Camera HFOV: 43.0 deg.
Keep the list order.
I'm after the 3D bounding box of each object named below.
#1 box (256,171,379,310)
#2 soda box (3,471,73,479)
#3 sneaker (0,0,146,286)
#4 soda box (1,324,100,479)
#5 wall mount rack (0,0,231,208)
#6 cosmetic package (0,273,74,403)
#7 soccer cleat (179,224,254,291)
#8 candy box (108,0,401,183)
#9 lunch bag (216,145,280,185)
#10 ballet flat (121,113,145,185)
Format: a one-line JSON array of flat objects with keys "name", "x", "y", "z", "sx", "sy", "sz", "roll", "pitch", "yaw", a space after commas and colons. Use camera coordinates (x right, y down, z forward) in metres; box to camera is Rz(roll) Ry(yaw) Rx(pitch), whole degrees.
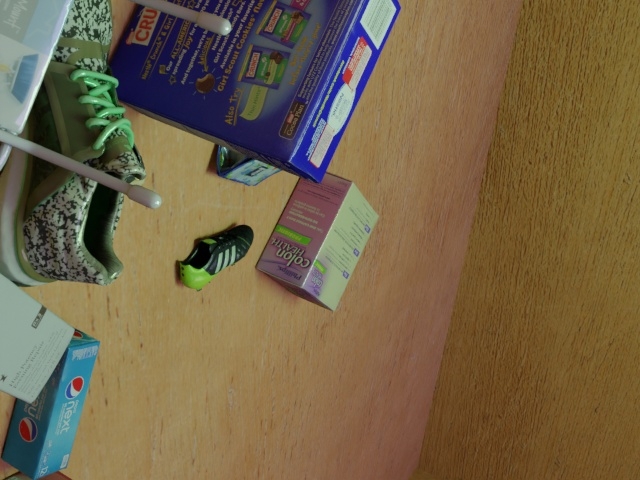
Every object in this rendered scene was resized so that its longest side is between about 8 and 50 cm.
[{"name": "box", "x": 0.000, "y": 0.000, "z": 1.735, "sx": 0.243, "sy": 0.117, "sz": 0.213, "roll": -65, "pitch": 156, "yaw": -8}, {"name": "soda box", "x": -0.355, "y": 0.429, "z": 1.188, "sx": 0.092, "sy": 0.263, "sz": 0.083, "roll": -20, "pitch": 126, "yaw": -59}, {"name": "sneaker", "x": -0.272, "y": -0.128, "z": 0.974, "sx": 0.158, "sy": 0.182, "sz": 0.410, "roll": -14, "pitch": 115, "yaw": -64}, {"name": "soda box", "x": -0.392, "y": 0.232, "z": 1.182, "sx": 0.067, "sy": 0.071, "sz": 0.210, "roll": -2, "pitch": 112, "yaw": -64}, {"name": "wall mount rack", "x": -0.282, "y": -0.192, "z": 0.849, "sx": 0.304, "sy": 0.130, "sz": 0.350, "roll": 22, "pitch": 90, "yaw": -28}, {"name": "cosmetic package", "x": -0.396, "y": 0.110, "z": 0.978, "sx": 0.231, "sy": 0.085, "sz": 0.117, "roll": 77, "pitch": 37, "yaw": -69}, {"name": "soccer cleat", "x": -0.181, "y": 0.017, "z": 1.451, "sx": 0.179, "sy": 0.060, "sz": 0.072, "roll": -44, "pitch": 145, "yaw": -36}, {"name": "candy box", "x": -0.096, "y": -0.256, "z": 1.085, "sx": 0.268, "sy": 0.317, "sz": 0.122, "roll": -65, "pitch": 157, "yaw": -3}, {"name": "lunch bag", "x": -0.110, "y": -0.166, "z": 1.412, "sx": 0.151, "sy": 0.096, "sz": 0.129, "roll": -56, "pitch": 160, "yaw": 9}, {"name": "ballet flat", "x": -0.281, "y": -0.128, "z": 1.135, "sx": 0.057, "sy": 0.049, "sz": 0.173, "roll": -55, "pitch": 153, "yaw": -25}]
